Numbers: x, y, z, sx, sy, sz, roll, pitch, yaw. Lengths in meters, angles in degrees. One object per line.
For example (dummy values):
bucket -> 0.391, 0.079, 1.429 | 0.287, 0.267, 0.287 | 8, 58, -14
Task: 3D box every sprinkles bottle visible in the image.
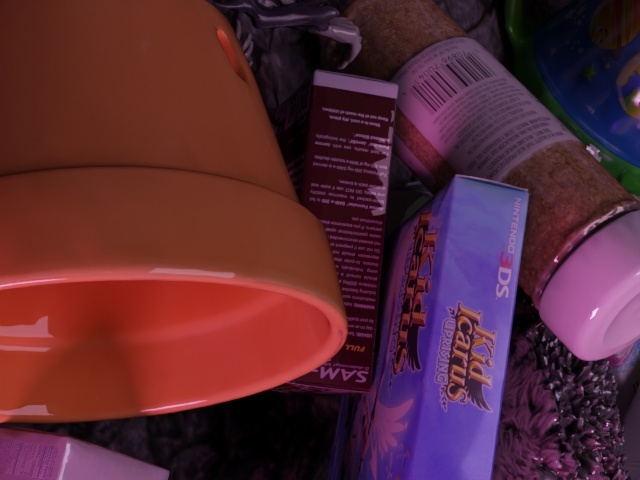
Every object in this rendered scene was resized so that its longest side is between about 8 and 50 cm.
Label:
sprinkles bottle -> 0.143, -0.067, 1.053 | 0.121, 0.355, 0.121 | -28, 149, -19

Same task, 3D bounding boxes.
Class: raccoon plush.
raccoon plush -> 0.249, 0.171, 1.156 | 0.299, 0.216, 0.446 | 30, 86, -36

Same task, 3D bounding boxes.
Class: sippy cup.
sippy cup -> 0.356, -0.201, 1.334 | 0.306, 0.224, 0.240 | 15, 44, -26

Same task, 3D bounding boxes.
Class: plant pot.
plant pot -> -0.138, -0.023, 0.773 | 0.291, 0.291, 0.203 | 20, 57, -49

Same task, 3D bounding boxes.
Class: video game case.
video game case -> 0.068, 0.113, 0.966 | 0.061, 0.244, 0.269 | 13, 74, -11

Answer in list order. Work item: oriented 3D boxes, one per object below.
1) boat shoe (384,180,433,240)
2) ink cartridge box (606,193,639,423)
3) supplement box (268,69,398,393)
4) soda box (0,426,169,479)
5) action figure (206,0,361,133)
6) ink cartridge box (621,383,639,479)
boat shoe -> 0.094, -0.015, 1.186 | 0.228, 0.081, 0.079 | -5, 105, -34
ink cartridge box -> 0.321, 0.106, 1.426 | 0.207, 0.119, 0.353 | -29, 111, -49
supplement box -> 0.000, 0.000, 1.024 | 0.073, 0.130, 0.239 | 7, 80, -14
soda box -> -0.190, 0.268, 0.816 | 0.098, 0.091, 0.286 | 32, 64, -46
action figure -> -0.068, -0.137, 0.944 | 0.141, 0.164, 0.275 | -7, 103, -38
ink cartridge box -> 0.457, 0.211, 1.366 | 0.384, 0.160, 0.279 | -50, 128, -44
